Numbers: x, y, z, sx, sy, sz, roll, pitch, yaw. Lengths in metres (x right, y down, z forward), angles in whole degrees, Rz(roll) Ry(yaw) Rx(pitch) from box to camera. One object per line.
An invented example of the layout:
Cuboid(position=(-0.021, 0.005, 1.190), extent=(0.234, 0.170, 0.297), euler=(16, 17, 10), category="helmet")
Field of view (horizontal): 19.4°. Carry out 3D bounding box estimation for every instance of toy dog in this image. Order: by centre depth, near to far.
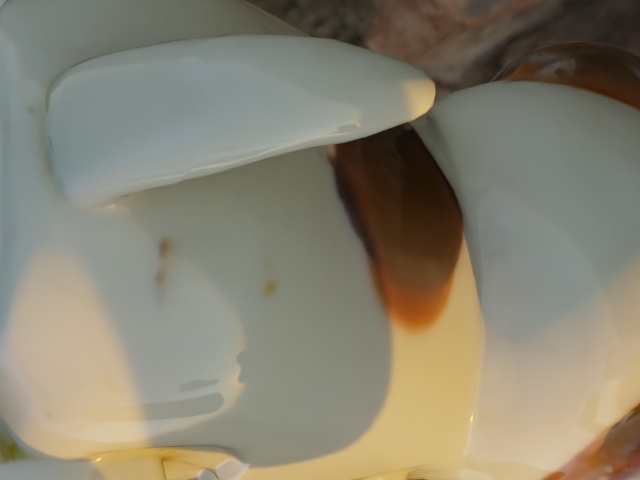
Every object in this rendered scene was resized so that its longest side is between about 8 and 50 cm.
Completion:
Cuboid(position=(0.000, 0.000, 0.851), extent=(0.395, 0.408, 0.284), euler=(-45, 50, 44), category="toy dog")
